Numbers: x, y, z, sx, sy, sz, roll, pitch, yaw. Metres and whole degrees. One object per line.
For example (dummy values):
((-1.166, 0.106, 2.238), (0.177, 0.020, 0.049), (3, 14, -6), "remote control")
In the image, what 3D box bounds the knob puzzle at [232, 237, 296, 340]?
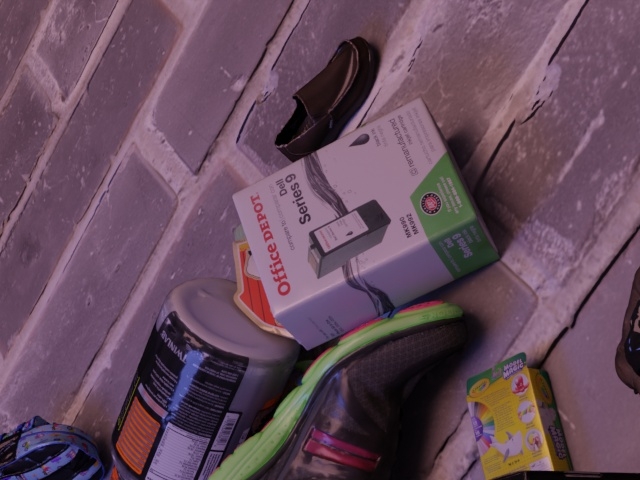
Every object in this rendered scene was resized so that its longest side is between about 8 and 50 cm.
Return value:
((-0.032, 0.051, 1.725), (0.213, 0.030, 0.213), (-9, 57, 14), "knob puzzle")

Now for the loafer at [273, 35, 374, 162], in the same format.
((0.004, -0.206, 1.855), (0.080, 0.078, 0.220), (45, 112, 45), "loafer")

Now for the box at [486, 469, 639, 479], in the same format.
((0.299, 0.388, 1.212), (0.079, 0.257, 0.322), (-35, 54, 55), "box")

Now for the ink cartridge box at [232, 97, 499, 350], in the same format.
((0.055, -0.019, 1.629), (0.289, 0.121, 0.211), (-27, 56, 9), "ink cartridge box")

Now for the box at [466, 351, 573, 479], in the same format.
((0.236, 0.232, 1.496), (0.105, 0.043, 0.179), (-32, 59, 38), "box")

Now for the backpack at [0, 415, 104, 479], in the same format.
((-0.460, 0.374, 2.145), (0.173, 0.158, 0.117), (-32, 37, 22), "backpack")

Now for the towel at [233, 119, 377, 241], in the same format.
((0.000, 0.000, 1.834), (0.325, 0.038, 0.248), (-40, 51, 35), "towel")

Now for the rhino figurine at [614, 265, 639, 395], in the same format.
((0.376, 0.057, 1.360), (0.106, 0.073, 0.243), (166, 116, -80), "rhino figurine")

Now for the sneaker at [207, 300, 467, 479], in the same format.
((0.032, 0.270, 1.620), (0.202, 0.185, 0.483), (44, 101, 12), "sneaker")

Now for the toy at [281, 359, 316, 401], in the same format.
((-0.017, 0.282, 1.750), (0.137, 0.056, 0.237), (-23, 62, 43), "toy")

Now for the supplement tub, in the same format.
((-0.177, 0.241, 1.805), (0.207, 0.207, 0.338), (51, 126, 43), "supplement tub")

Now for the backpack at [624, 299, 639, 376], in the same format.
((0.394, 0.089, 1.209), (0.182, 0.115, 0.152), (15, 88, 47), "backpack")
